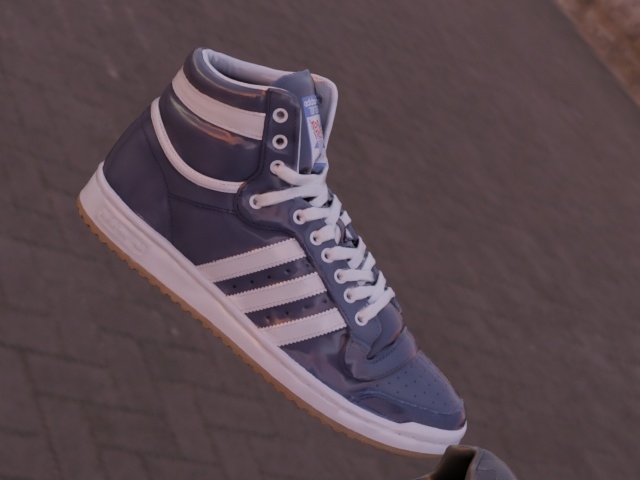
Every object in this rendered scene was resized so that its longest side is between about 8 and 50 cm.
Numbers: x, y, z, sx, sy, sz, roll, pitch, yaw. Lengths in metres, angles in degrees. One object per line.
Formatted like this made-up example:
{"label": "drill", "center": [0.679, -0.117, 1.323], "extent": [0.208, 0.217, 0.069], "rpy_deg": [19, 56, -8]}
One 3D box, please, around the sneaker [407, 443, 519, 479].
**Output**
{"label": "sneaker", "center": [0.019, 0.084, 0.357], "extent": [0.035, 0.083, 0.031], "rpy_deg": [56, -7, -28]}

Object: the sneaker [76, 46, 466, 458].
{"label": "sneaker", "center": [0.000, 0.000, 0.810], "extent": [0.282, 0.153, 0.099], "rpy_deg": [37, 18, 4]}
